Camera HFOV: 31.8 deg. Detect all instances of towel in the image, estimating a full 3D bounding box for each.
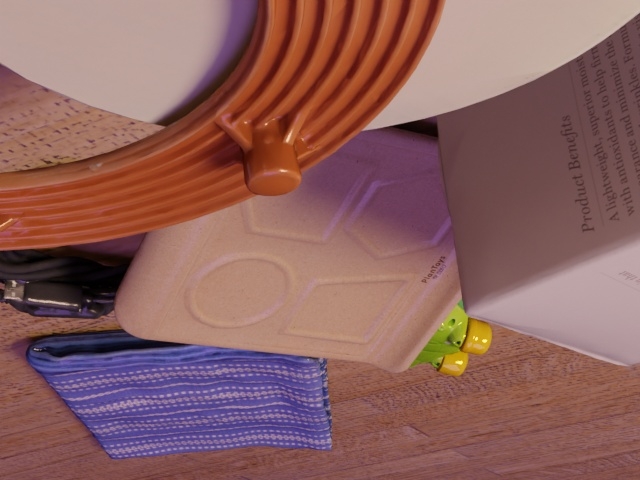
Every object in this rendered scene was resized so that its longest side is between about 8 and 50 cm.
[{"bbox_3d":[-0.110,0.150,1.028,0.243,0.040,0.336,-4,155,1],"label":"towel"}]

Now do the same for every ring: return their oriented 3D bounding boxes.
[{"bbox_3d":[-0.126,-0.059,0.341,0.336,0.032,0.336,-6,156,-2],"label":"ring"}]

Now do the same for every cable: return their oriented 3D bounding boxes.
[{"bbox_3d":[-0.125,0.003,0.719,0.184,0.047,0.150,5,147,-20],"label":"cable"}]

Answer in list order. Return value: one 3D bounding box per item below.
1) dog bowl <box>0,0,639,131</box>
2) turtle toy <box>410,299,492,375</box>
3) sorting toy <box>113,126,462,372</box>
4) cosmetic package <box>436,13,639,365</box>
[{"bbox_3d":[-0.006,-0.142,0.356,0.265,0.104,0.265,-4,154,-2],"label":"dog bowl"},{"bbox_3d":[0.069,0.057,0.827,0.095,0.066,0.130,15,154,-7],"label":"turtle toy"},{"bbox_3d":[0.000,0.000,0.687,0.208,0.038,0.193,13,130,-25],"label":"sorting toy"},{"bbox_3d":[0.172,-0.046,0.533,0.151,0.151,0.183,19,146,-41],"label":"cosmetic package"}]
